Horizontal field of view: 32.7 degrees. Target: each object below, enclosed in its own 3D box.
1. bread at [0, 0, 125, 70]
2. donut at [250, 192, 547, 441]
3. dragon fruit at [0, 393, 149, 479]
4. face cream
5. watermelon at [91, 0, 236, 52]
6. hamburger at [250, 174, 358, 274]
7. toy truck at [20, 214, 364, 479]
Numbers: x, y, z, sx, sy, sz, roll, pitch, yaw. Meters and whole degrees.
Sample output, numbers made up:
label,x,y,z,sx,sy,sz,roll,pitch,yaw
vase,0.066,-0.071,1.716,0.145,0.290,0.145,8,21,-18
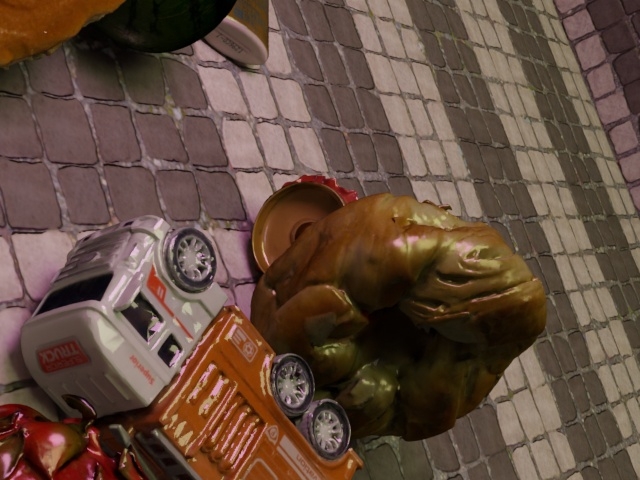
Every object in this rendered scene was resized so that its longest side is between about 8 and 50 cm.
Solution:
label,x,y,z,sx,sy,sz,roll,pitch,yaw
bread,-0.318,-0.284,1.166,0.245,0.121,0.174,-32,101,-14
donut,0.096,0.103,1.360,0.360,0.360,0.170,37,21,-36
dragon fruit,-0.279,0.240,0.873,0.307,0.227,0.243,39,36,-13
face cream,-0.131,-0.408,1.658,0.139,0.067,0.285,33,45,-41
watermelon,-0.207,-0.357,1.354,0.242,0.242,0.242,34,43,-39
hamburger,-0.003,0.002,1.487,0.137,0.175,0.175,24,48,-64
toy truck,-0.140,0.175,1.150,0.387,0.173,0.207,53,43,-22
